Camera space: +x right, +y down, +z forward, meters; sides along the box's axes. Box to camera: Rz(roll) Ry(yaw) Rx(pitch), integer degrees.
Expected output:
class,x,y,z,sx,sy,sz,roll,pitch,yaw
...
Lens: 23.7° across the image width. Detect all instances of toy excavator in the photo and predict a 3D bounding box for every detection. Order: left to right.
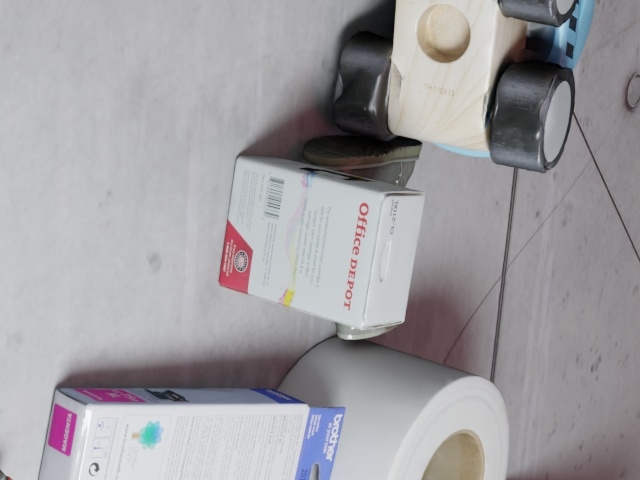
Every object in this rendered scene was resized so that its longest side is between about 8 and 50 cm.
class,x,y,z,sx,sy,sz,roll,pitch,yaw
toy excavator,0.208,-0.320,1.586,0.445,0.222,0.432,-32,130,-60

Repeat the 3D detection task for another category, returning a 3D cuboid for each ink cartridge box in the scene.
class,x,y,z,sx,sy,sz,roll,pitch,yaw
ink cartridge box,-0.119,0.230,1.400,0.311,0.065,0.185,6,99,-43
ink cartridge box,0.000,0.000,1.413,0.072,0.175,0.127,-3,105,-53

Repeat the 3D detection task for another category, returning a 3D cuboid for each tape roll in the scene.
class,x,y,z,sx,sy,sz,roll,pitch,yaw
tape roll,0.067,0.237,1.600,0.246,0.169,0.246,-24,121,-48

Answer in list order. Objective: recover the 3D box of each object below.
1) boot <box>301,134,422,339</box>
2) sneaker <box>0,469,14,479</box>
class,x,y,z,sx,sy,sz,roll,pitch,yaw
boot,0.035,-0.001,1.564,0.190,0.076,0.208,-6,114,-50
sneaker,-0.310,0.231,1.200,0.065,0.061,0.158,51,57,-18
